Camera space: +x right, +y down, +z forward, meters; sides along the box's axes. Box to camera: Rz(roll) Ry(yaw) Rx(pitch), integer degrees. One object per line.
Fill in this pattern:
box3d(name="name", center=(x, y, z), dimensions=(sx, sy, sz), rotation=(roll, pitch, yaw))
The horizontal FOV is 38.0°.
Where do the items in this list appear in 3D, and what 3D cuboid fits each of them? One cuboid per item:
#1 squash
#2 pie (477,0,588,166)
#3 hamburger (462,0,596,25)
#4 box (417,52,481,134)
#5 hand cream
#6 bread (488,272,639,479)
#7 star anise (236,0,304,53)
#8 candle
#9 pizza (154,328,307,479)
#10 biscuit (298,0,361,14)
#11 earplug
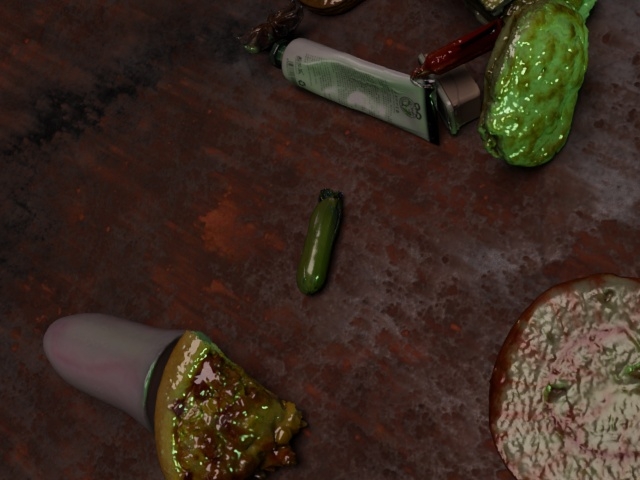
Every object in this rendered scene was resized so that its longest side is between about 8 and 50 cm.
box3d(name="squash", center=(0.000, 0.000, 1.488), dimensions=(0.052, 0.052, 0.183), rotation=(8, 71, 25))
box3d(name="pie", center=(0.300, -0.228, 1.342), dimensions=(0.090, 0.201, 0.248), rotation=(31, 119, 43))
box3d(name="hamburger", center=(0.302, -0.414, 1.446), dimensions=(0.192, 0.167, 0.288), rotation=(-38, 62, 5))
box3d(name="box", center=(0.207, -0.242, 1.471), dimensions=(0.062, 0.089, 0.122), rotation=(-25, 64, 1))
box3d(name="hand cream", center=(0.055, -0.260, 1.531), dimensions=(0.336, 0.121, 0.076), rotation=(27, 58, 31))
box3d(name="bread", center=(0.372, 0.207, 1.219), dimensions=(0.295, 0.114, 0.327), rotation=(5, 73, 25))
box3d(name="star anise", center=(-0.086, -0.375, 1.649), dimensions=(0.141, 0.042, 0.141), rotation=(-26, 31, 17))
box3d(name="candle", center=(0.204, -0.273, 1.378), dimensions=(0.162, 0.053, 0.048), rotation=(-25, 103, 27))
box3d(name="pizza", center=(-0.128, 0.275, 1.368), dimensions=(0.229, 0.081, 0.289), rotation=(0, 88, -16))
box3d(name="biscuit", center=(0.040, -0.546, 1.670), dimensions=(0.277, 0.052, 0.262), rotation=(-33, 62, 8))
box3d(name="earplug", center=(-0.330, 0.193, 1.502), dimensions=(0.301, 0.172, 0.172), rotation=(13, 76, 33))
